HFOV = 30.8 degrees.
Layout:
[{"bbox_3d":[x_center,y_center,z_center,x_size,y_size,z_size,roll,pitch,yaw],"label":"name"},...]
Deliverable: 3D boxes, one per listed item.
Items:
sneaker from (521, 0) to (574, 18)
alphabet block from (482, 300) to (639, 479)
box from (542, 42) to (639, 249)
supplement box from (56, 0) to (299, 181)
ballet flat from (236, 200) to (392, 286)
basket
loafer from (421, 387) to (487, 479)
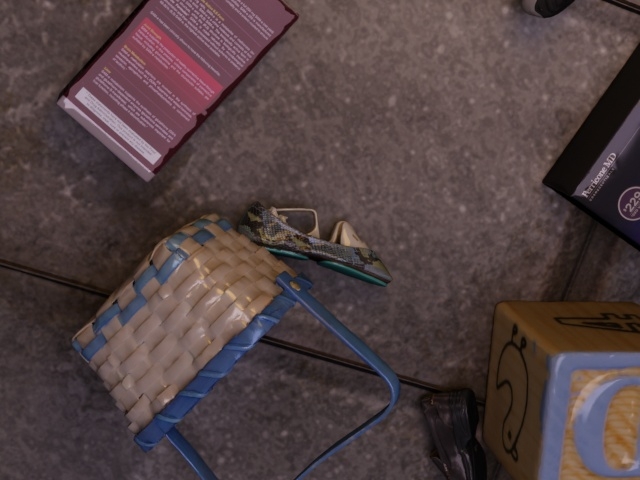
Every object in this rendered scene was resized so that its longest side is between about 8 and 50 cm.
[{"bbox_3d":[0.256,-0.432,1.233,0.147,0.145,0.385,15,105,18],"label":"sneaker"},{"bbox_3d":[0.312,0.185,1.336,0.193,0.197,0.192,3,102,-11],"label":"alphabet block"},{"bbox_3d":[0.412,-0.118,1.333,0.184,0.103,0.261,33,96,-13],"label":"box"},{"bbox_3d":[-0.152,-0.195,1.229,0.130,0.073,0.239,42,94,-17],"label":"supplement box"},{"bbox_3d":[0.000,0.000,1.310,0.188,0.070,0.070,16,100,-16],"label":"ballet flat"},{"bbox_3d":[-0.090,0.130,1.229,0.255,0.201,0.289,-42,86,22],"label":"basket"},{"bbox_3d":[0.163,0.259,1.405,0.061,0.062,0.170,-4,101,23],"label":"loafer"}]
